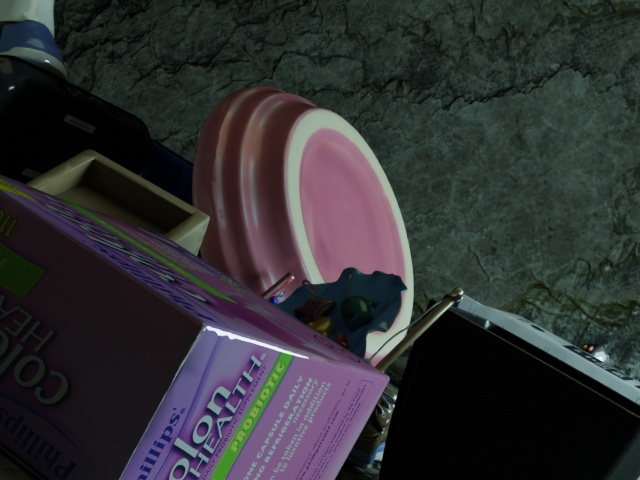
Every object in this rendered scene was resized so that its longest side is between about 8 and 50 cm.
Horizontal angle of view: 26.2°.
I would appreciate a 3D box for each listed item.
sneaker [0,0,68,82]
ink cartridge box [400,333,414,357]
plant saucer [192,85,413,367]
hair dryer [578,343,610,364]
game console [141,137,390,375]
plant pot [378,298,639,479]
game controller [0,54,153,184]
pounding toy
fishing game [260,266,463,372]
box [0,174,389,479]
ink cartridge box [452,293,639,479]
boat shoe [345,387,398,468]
[{"bbox_3d":[-0.382,-0.215,1.475,0.316,0.182,0.127,-15,-29,35],"label":"sneaker"},{"bbox_3d":[0.093,0.130,1.913,0.179,0.045,0.145,-3,-17,34],"label":"ink cartridge box"},{"bbox_3d":[0.000,0.000,1.356,0.084,0.332,0.332,-16,-21,26],"label":"plant saucer"},{"bbox_3d":[0.292,0.233,1.914,0.080,0.223,0.293,-12,12,-30],"label":"hair dryer"},{"bbox_3d":[-0.066,0.019,1.546,0.250,0.173,0.293,12,13,-37],"label":"game console"},{"bbox_3d":[0.149,0.169,1.094,0.188,0.167,0.187,31,3,22],"label":"plant pot"},{"bbox_3d":[-0.289,-0.086,1.405,0.067,0.166,0.319,34,4,24],"label":"game controller"},{"bbox_3d":[-0.231,0.000,1.133,0.206,0.094,0.181,29,31,12],"label":"pounding toy"},{"bbox_3d":[-0.020,0.073,1.083,0.041,0.189,0.264,59,-22,-20],"label":"fishing game"},{"bbox_3d":[-0.113,0.067,0.832,0.214,0.117,0.243,30,3,29],"label":"box"},{"bbox_3d":[0.291,0.210,1.780,0.333,0.165,0.065,31,13,28],"label":"ink cartridge box"},{"bbox_3d":[0.036,0.157,1.221,0.066,0.066,0.183,29,2,15],"label":"boat shoe"}]
